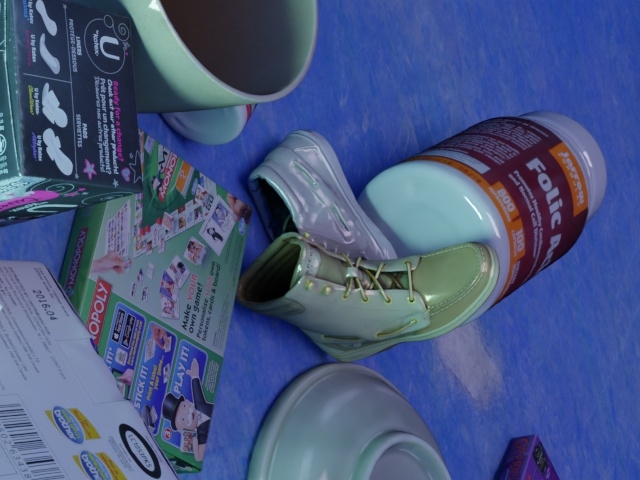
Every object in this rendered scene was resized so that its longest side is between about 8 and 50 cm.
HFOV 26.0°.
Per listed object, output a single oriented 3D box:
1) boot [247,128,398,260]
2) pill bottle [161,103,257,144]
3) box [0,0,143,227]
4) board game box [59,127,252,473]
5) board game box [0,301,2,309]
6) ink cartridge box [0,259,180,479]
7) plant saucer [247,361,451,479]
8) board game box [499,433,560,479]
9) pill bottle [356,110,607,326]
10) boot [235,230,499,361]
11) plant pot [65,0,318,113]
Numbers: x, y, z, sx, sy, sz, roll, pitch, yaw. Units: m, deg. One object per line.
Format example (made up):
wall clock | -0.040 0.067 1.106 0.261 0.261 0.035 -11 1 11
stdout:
boot | 0.000 0.000 1.695 0.123 0.095 0.258 -44 108 -41
pill bottle | -0.105 -0.204 1.583 0.108 0.108 0.180 54 42 -29
box | -0.287 -0.098 1.191 0.142 0.247 0.163 4 77 -51
board game box | -0.179 0.059 1.462 0.213 0.046 0.317 36 53 -41
board game box | -0.332 0.012 1.081 0.154 0.026 0.103 16 32 -41
ink cartridge box | -0.294 0.154 1.101 0.395 0.151 0.270 1 45 -51
plant saucer | 0.072 0.340 1.672 0.400 0.100 0.401 20 64 -49
board game box | 0.290 0.459 1.939 0.208 0.056 0.347 57 34 -20
pill bottle | 0.229 -0.043 1.883 0.392 0.224 0.224 -29 103 -52
boot | 0.053 0.045 1.600 0.203 0.262 0.095 31 46 -43
plant pot | -0.186 -0.226 1.337 0.256 0.274 0.257 22 62 -50
